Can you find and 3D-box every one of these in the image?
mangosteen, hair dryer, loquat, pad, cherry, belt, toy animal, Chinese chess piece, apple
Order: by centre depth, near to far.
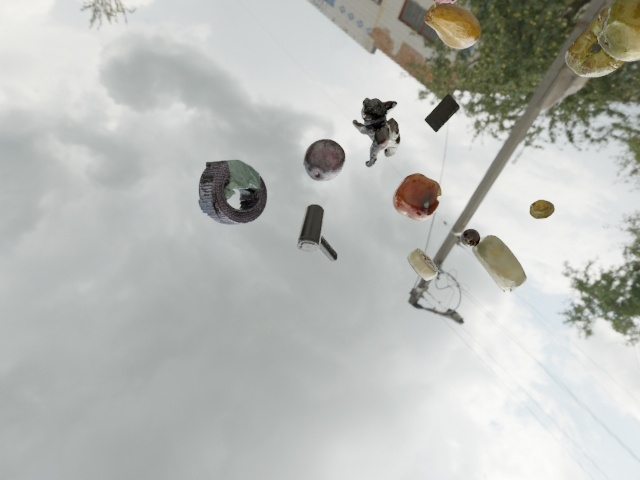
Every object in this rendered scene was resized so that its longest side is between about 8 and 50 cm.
[{"bbox_3d":[1.016,-0.670,1.312,0.245,0.214,0.213,18,-145,24],"label":"loquat"},{"bbox_3d":[0.365,0.084,1.506,0.122,0.051,0.122,39,-156,-21],"label":"Chinese chess piece"},{"bbox_3d":[0.378,-0.171,1.632,0.198,0.199,0.199,13,-140,-11],"label":"apple"},{"bbox_3d":[0.000,0.000,1.719,0.089,0.251,0.197,-13,-133,24],"label":"hair dryer"},{"bbox_3d":[-0.349,-0.195,1.726,0.122,0.261,0.324,-3,-179,34],"label":"belt"},{"bbox_3d":[0.622,-0.011,1.749,0.080,0.081,0.081,13,-140,-11],"label":"mangosteen"},{"bbox_3d":[0.016,-0.349,1.863,0.194,0.195,0.195,13,-140,-11],"label":"cherry"},{"bbox_3d":[0.557,-0.581,1.929,0.112,0.157,0.003,30,-160,-37],"label":"pad"},{"bbox_3d":[0.298,-0.592,2.142,0.194,0.303,0.345,-15,-109,-14],"label":"toy animal"}]

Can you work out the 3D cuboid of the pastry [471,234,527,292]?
[{"bbox_3d":[0.762,0.093,1.807,0.265,0.133,0.265,50,-168,-14],"label":"pastry"}]

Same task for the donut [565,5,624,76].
[{"bbox_3d":[1.147,-0.786,1.704,0.128,0.261,0.209,2,-130,-35],"label":"donut"}]

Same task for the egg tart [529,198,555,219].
[{"bbox_3d":[1.166,-0.169,2.232,0.130,0.052,0.131,-16,-128,21],"label":"egg tart"}]

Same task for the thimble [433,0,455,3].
[{"bbox_3d":[0.606,-1.218,1.985,0.124,0.189,0.163,13,-124,-30],"label":"thimble"}]

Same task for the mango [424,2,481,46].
[{"bbox_3d":[0.604,-0.960,1.892,0.186,0.144,0.359,20,-166,37],"label":"mango"}]
